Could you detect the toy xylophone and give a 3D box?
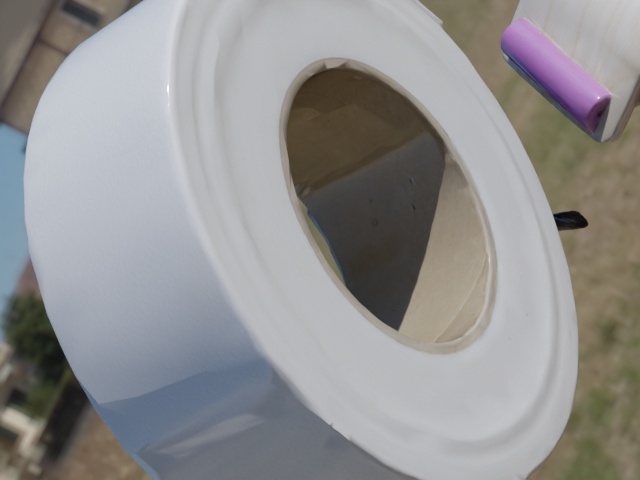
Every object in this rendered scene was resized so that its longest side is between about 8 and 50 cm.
[{"bbox_3d":[0.275,-0.122,1.032,0.236,0.323,0.081,-120,30,-50],"label":"toy xylophone"}]

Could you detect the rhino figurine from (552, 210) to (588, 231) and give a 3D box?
[{"bbox_3d":[0.088,-0.026,1.110,0.073,0.106,0.243,-42,19,-12],"label":"rhino figurine"}]

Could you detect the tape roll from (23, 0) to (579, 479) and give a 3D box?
[{"bbox_3d":[0.000,0.000,0.848,0.100,0.286,0.286,-29,25,35],"label":"tape roll"}]
